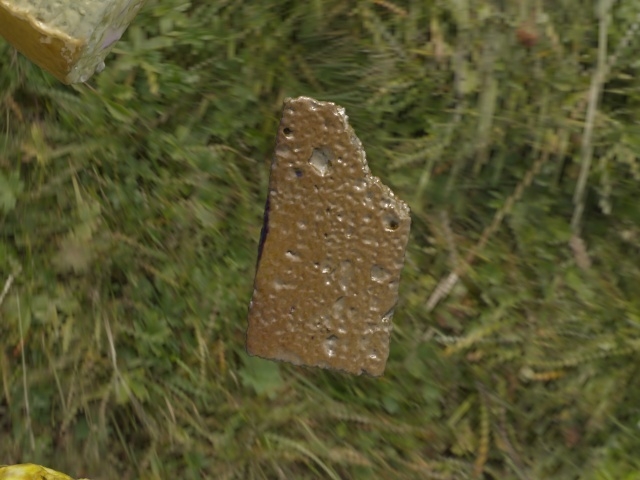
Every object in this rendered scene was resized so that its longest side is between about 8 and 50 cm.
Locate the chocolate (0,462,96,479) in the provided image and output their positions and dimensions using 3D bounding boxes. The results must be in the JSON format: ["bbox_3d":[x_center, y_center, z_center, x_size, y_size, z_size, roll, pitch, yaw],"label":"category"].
[{"bbox_3d":[-0.325,0.300,1.802,0.162,0.445,0.162,8,76,-33],"label":"chocolate"}]

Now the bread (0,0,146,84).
[{"bbox_3d":[-0.328,-0.341,1.657,0.375,0.165,0.236,34,116,0],"label":"bread"}]

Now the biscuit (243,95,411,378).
[{"bbox_3d":[0.012,-0.003,1.474,0.131,0.026,0.236,9,95,-3],"label":"biscuit"}]
